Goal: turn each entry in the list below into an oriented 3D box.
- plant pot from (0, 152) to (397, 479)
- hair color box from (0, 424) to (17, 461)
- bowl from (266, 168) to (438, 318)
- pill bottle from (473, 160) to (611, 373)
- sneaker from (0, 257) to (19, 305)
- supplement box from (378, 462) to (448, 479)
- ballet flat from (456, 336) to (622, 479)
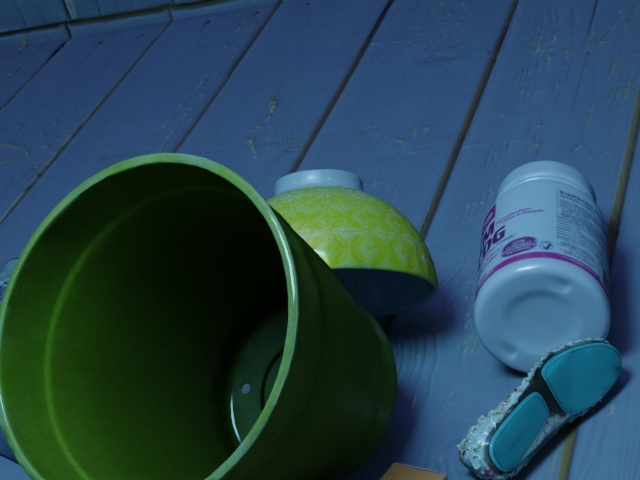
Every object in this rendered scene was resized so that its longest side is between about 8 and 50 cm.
[{"bbox_3d":[-0.097,0.132,1.583,0.366,0.353,0.366,-9,71,28],"label":"plant pot"},{"bbox_3d":[-0.335,0.200,1.916,0.374,0.114,0.185,14,41,44],"label":"hair color box"},{"bbox_3d":[0.000,0.000,1.864,0.289,0.289,0.156,-8,73,18],"label":"bowl"},{"bbox_3d":[0.277,0.024,1.822,0.160,0.160,0.283,-10,28,15],"label":"pill bottle"},{"bbox_3d":[-0.356,0.093,2.163,0.283,0.110,0.122,-9,47,22],"label":"sneaker"},{"bbox_3d":[0.048,0.331,1.493,0.080,0.078,0.233,6,36,38],"label":"supplement box"},{"bbox_3d":[0.239,0.183,1.648,0.241,0.091,0.077,-32,9,-32],"label":"ballet flat"}]
